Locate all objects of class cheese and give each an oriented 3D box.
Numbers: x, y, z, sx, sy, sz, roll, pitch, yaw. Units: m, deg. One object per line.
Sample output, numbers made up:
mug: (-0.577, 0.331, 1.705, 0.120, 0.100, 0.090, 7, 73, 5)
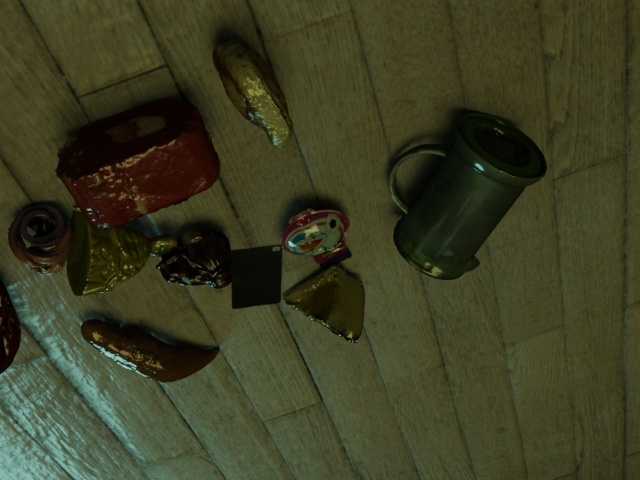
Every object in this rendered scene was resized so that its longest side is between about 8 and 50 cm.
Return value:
cheese: (0.000, 0.000, 1.879, 0.155, 0.062, 0.244, -25, 147, 8)

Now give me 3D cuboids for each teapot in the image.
teapot: (0.266, -0.088, 1.803, 0.270, 0.200, 0.337, 26, 127, -5)

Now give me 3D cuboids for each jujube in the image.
jujube: (-0.696, 0.175, 1.776, 0.168, 0.168, 0.236, 5, 117, -22)

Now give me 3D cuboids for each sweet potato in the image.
sweet potato: (-0.390, 0.262, 1.985, 0.354, 0.095, 0.106, 19, 84, -36)

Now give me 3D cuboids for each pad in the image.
pad: (-0.143, 0.084, 1.958, 0.116, 0.004, 0.193, -6, 136, -11)

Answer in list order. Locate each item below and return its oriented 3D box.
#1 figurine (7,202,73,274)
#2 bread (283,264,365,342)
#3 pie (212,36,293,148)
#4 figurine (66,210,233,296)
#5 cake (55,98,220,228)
figurine: (-0.530, 0.016, 1.690, 0.114, 0.126, 0.157, 21, 140, 25)
bread: (0.012, 0.168, 1.975, 0.169, 0.160, 0.140, -32, 135, 23)
pie: (-0.113, -0.256, 1.508, 0.084, 0.179, 0.205, -32, 128, 7)
figurine: (-0.331, 0.022, 1.756, 0.315, 0.168, 0.187, -1, 123, -30)
cake: (-0.327, -0.145, 1.553, 0.283, 0.177, 0.151, -24, 136, -1)
